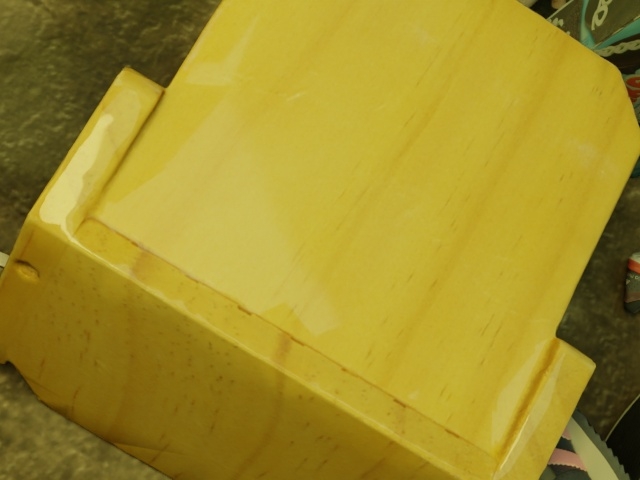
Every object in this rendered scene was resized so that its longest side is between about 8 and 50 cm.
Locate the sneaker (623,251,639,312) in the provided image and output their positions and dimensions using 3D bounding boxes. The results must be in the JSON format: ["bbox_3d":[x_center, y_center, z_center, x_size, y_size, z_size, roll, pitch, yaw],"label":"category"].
[{"bbox_3d":[0.337,0.057,1.073,0.158,0.061,0.065,15,97,-13],"label":"sneaker"}]

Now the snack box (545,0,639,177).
[{"bbox_3d":[0.256,-0.130,0.942,0.187,0.322,0.060,9,75,-16],"label":"snack box"}]

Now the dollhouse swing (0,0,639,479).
[{"bbox_3d":[0.000,0.000,0.850,0.347,0.315,0.305,31,56,-8],"label":"dollhouse swing"}]

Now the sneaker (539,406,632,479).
[{"bbox_3d":[0.140,0.177,0.854,0.131,0.319,0.112,-28,106,1],"label":"sneaker"}]

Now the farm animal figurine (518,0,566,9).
[{"bbox_3d":[0.242,-0.249,1.001,0.330,0.327,0.172,37,83,2],"label":"farm animal figurine"}]

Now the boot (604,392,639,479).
[{"bbox_3d":[0.307,0.249,0.984,0.176,0.088,0.244,26,76,-11],"label":"boot"}]

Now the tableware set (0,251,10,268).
[{"bbox_3d":[-0.331,0.026,0.851,0.194,0.039,0.128,25,68,-11],"label":"tableware set"}]
